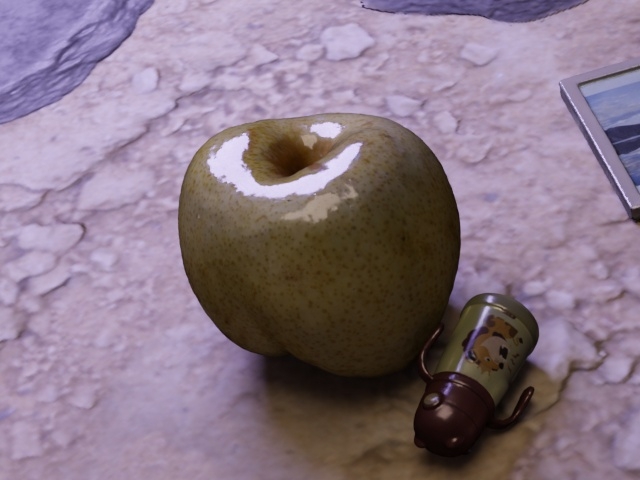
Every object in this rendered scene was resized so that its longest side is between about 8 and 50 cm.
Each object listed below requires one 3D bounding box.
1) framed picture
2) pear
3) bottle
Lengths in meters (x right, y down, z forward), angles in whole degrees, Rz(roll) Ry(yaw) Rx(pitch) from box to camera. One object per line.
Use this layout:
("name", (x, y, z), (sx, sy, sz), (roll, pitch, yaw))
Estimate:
("framed picture", (0.273, -0.088, 1.086), (0.203, 0.015, 0.150), (-15, 40, -1))
("pear", (0.000, 0.000, 0.974), (0.167, 0.137, 0.167), (-9, 36, 7))
("bottle", (0.085, 0.078, 0.925), (0.063, 0.047, 0.101), (18, 49, 19))
